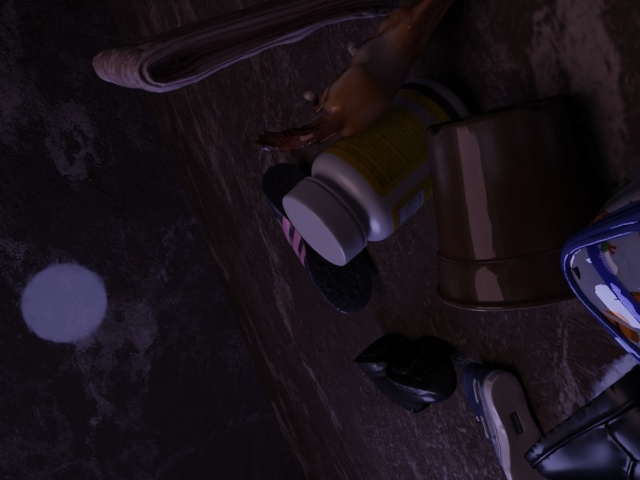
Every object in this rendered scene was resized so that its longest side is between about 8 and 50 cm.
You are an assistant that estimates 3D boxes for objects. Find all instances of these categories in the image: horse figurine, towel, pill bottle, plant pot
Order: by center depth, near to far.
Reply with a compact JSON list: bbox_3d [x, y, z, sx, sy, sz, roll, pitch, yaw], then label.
[{"bbox_3d":[0.175,-0.041,0.532,0.167,0.167,0.165,7,113,66],"label":"plant pot"},{"bbox_3d":[0.047,-0.177,0.590,0.066,0.263,0.174,43,172,-21],"label":"horse figurine"},{"bbox_3d":[0.066,-0.076,0.632,0.119,0.208,0.119,44,164,16],"label":"pill bottle"},{"bbox_3d":[-0.117,-0.261,0.727,0.332,0.317,0.053,29,140,58],"label":"towel"}]

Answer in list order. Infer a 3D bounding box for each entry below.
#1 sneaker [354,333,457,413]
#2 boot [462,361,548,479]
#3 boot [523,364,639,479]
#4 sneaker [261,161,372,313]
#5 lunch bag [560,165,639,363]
[{"bbox_3d":[0.164,0.240,0.980,0.130,0.109,0.286,56,167,-6],"label":"sneaker"},{"bbox_3d":[0.264,0.266,0.812,0.086,0.069,0.190,-178,71,-74],"label":"boot"},{"bbox_3d":[0.336,0.262,0.577,0.207,0.094,0.246,56,152,28],"label":"boot"},{"bbox_3d":[0.000,0.000,1.087,0.319,0.112,0.131,61,176,15],"label":"sneaker"},{"bbox_3d":[0.307,0.067,0.326,0.303,0.115,0.243,49,156,0],"label":"lunch bag"}]
